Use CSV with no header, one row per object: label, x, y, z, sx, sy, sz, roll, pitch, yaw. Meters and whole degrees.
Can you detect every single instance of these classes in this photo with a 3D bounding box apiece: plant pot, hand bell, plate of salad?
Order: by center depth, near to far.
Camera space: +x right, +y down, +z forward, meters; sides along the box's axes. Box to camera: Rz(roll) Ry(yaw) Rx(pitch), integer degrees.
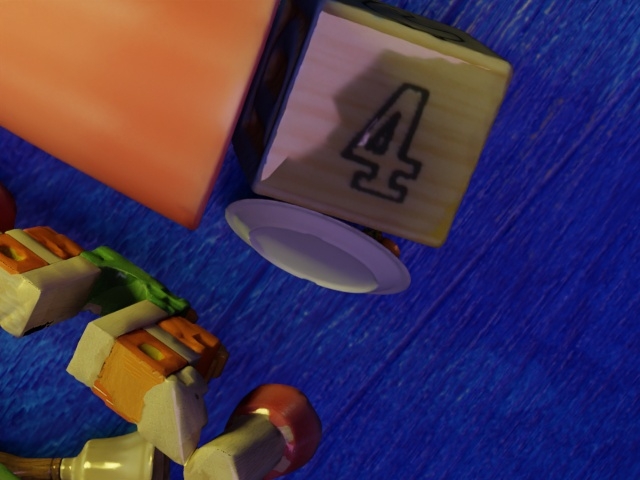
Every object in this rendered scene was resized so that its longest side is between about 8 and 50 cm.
plant pot,-0.180,-0.175,1.252,0.243,0.275,0.275,19,104,-6
plate of salad,0.000,0.000,1.384,0.199,0.200,0.048,28,71,-18
hand bell,-0.288,0.245,1.464,0.242,0.126,0.126,1,109,3

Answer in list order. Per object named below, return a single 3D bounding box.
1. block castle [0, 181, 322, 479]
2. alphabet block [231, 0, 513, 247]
block castle,-0.251,0.161,1.301,0.453,0.213,0.303,34,109,12
alphabet block,0.043,-0.129,1.335,0.197,0.192,0.193,17,107,-16
